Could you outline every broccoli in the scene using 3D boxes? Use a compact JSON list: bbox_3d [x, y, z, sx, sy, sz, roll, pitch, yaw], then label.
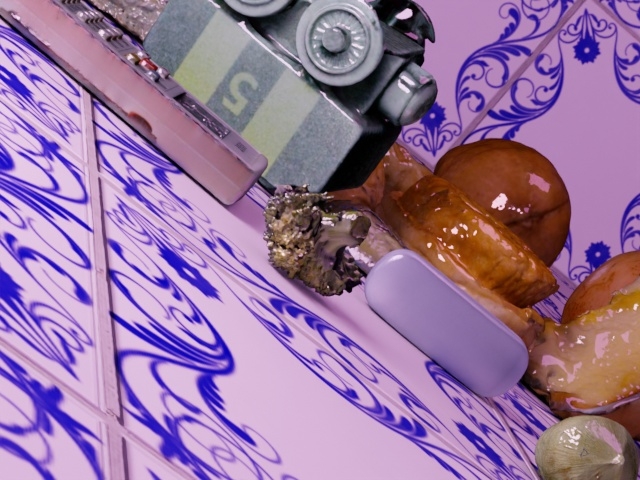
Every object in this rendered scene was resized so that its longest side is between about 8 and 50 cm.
[{"bbox_3d":[0.000,0.000,1.556,0.092,0.097,0.095,-4,0,36],"label":"broccoli"}]

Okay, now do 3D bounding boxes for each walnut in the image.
[{"bbox_3d":[0.243,-0.048,2.629,0.209,0.209,0.336,38,7,-17],"label":"walnut"}]

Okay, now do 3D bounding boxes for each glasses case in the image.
[{"bbox_3d":[0.120,0.079,1.758,0.178,0.067,0.045,39,10,-12],"label":"glasses case"}]

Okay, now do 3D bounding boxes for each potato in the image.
[{"bbox_3d":[0.073,0.021,1.934,0.198,0.054,0.119,44,5,24],"label":"potato"}]

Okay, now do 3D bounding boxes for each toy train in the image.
[{"bbox_3d":[-0.032,-0.191,1.917,0.299,0.238,0.167,41,19,16],"label":"toy train"}]

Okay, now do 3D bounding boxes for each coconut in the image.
[{"bbox_3d":[0.233,0.193,1.611,0.088,0.088,0.096,39,-22,-16],"label":"coconut"}]

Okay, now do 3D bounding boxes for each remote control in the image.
[{"bbox_3d":[-0.191,-0.161,1.680,0.344,0.050,0.145,41,7,-4],"label":"remote control"}]

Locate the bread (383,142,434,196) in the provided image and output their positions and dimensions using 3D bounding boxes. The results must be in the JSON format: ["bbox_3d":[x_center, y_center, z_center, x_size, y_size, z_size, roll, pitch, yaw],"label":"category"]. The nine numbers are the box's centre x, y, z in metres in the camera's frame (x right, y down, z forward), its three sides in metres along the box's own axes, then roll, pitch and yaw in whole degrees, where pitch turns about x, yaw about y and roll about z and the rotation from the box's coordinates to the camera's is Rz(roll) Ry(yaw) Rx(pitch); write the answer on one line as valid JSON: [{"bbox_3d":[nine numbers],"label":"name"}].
[{"bbox_3d":[0.044,-0.115,2.411,0.269,0.098,0.087,39,16,-17],"label":"bread"}]

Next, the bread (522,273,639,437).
[{"bbox_3d":[0.331,0.158,2.151,0.174,0.251,0.133,44,-35,36],"label":"bread"}]

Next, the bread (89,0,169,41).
[{"bbox_3d":[-0.242,-0.307,2.204,0.232,0.064,0.172,44,11,37],"label":"bread"}]

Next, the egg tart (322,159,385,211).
[{"bbox_3d":[-0.026,-0.155,2.184,0.319,0.128,0.319,37,8,-6],"label":"egg tart"}]

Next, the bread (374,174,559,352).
[{"bbox_3d":[0.157,0.023,2.071,0.198,0.120,0.236,33,10,-34],"label":"bread"}]

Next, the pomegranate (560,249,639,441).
[{"bbox_3d":[0.430,0.118,2.325,0.229,0.270,0.252,24,9,-40],"label":"pomegranate"}]
